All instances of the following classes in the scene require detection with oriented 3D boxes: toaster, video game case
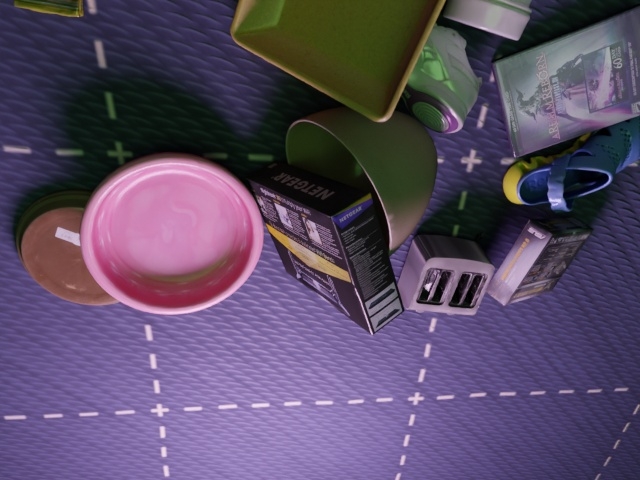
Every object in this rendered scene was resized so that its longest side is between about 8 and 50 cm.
[{"bbox_3d":[0.278,0.074,1.056,0.168,0.110,0.185,7,119,-12],"label":"toaster"},{"bbox_3d":[0.480,-0.293,0.889,0.274,0.026,0.196,-19,114,11],"label":"video game case"}]

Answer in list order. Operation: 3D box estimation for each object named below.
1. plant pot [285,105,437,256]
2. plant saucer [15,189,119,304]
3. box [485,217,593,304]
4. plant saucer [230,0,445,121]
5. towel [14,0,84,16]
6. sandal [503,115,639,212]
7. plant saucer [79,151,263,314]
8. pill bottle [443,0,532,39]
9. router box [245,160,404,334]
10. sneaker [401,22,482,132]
[{"bbox_3d":[0.096,-0.126,0.851,0.191,0.284,0.284,-34,123,-21],"label":"plant pot"},{"bbox_3d":[-0.482,0.028,0.974,0.278,0.041,0.278,-3,120,-5],"label":"plant saucer"},{"bbox_3d":[0.481,0.041,1.033,0.231,0.056,0.183,-4,127,-41],"label":"box"},{"bbox_3d":[0.050,-0.394,0.695,0.333,0.081,0.332,36,118,22],"label":"plant saucer"},{"bbox_3d":[-0.419,-0.468,0.704,0.102,0.021,0.237,3,119,-10],"label":"towel"},{"bbox_3d":[0.543,-0.146,0.949,0.317,0.138,0.126,-31,117,9],"label":"sandal"},{"bbox_3d":[-0.281,-0.015,0.923,0.332,0.084,0.332,-7,116,-15],"label":"plant saucer"},{"bbox_3d":[0.304,-0.479,0.699,0.176,0.176,0.318,11,118,-13],"label":"pill bottle"},{"bbox_3d":[0.000,0.000,0.865,0.081,0.309,0.243,-33,123,-20],"label":"router box"},{"bbox_3d":[0.159,-0.331,0.825,0.305,0.114,0.152,42,74,-16],"label":"sneaker"}]
